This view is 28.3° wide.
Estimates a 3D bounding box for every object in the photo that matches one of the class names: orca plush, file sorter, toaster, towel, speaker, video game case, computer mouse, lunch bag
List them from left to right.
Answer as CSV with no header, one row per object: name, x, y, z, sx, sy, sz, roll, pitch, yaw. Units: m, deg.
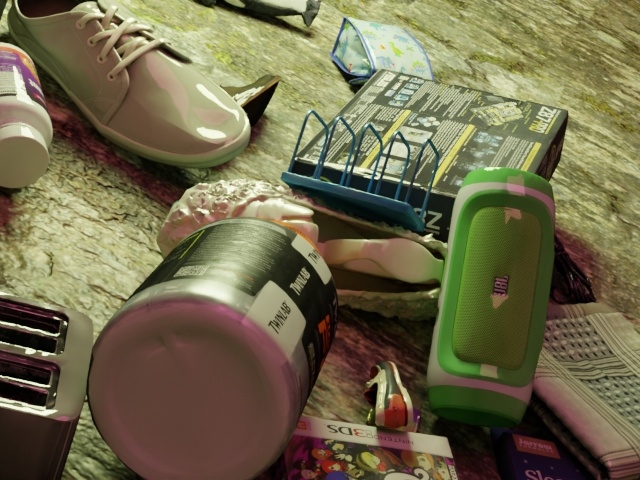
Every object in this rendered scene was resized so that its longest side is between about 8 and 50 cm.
toaster,-0.307,0.147,1.234,0.186,0.110,0.168,16,35,-14
orca plush,-0.135,-0.469,2.218,0.287,0.151,0.102,12,4,-13
file sorter,0.056,-0.091,1.631,0.170,0.104,0.118,15,-8,17
video game case,0.059,0.288,1.331,0.210,0.042,0.232,11,35,-18
lunch bag,0.107,-0.302,2.139,0.129,0.096,0.151,3,29,-29
towel,0.087,0.205,1.494,0.060,0.009,0.083,24,32,1
speaker,0.207,0.068,1.527,0.131,0.131,0.296,15,73,-14
computer mouse,0.265,0.015,1.817,0.272,0.072,0.188,-1,42,-34
towel,0.369,0.178,1.633,0.312,0.056,0.324,-1,34,-37

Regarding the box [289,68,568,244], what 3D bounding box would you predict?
box,0.169,-0.123,1.857,0.318,0.097,0.395,12,29,16

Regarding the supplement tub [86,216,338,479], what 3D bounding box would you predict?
supplement tub,-0.095,0.098,1.315,0.207,0.207,0.338,25,20,1

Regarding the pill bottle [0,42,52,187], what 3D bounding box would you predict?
pill bottle,-0.397,-0.156,1.601,0.108,0.108,0.193,5,38,-28

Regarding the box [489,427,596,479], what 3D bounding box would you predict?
box,0.279,0.296,1.467,0.136,0.036,0.225,13,33,-16

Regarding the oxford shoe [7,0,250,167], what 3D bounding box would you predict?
oxford shoe,-0.279,-0.251,1.758,0.449,0.130,0.169,39,56,23

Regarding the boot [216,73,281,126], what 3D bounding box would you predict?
boot,-0.139,-0.213,1.870,0.106,0.082,0.219,31,35,5

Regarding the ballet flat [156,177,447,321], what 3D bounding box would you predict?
ballet flat,0.008,0.006,1.578,0.409,0.147,0.147,11,35,-20

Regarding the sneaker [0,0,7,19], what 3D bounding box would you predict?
sneaker,-0.542,-0.328,1.742,0.178,0.124,0.295,3,56,15

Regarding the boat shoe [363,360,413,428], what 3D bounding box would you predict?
boat shoe,0.072,0.176,1.457,0.043,0.049,0.137,-5,20,-8
